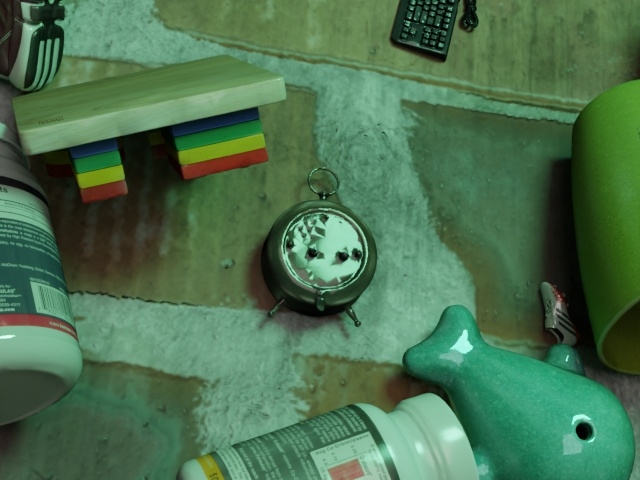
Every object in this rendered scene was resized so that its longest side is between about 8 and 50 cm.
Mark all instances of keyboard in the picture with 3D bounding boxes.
[{"bbox_3d":[0.164,-0.324,1.307,0.108,0.023,0.180,18,69,-6],"label":"keyboard"}]

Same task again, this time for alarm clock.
[{"bbox_3d":[0.000,0.000,1.136,0.129,0.064,0.192,6,66,-10],"label":"alarm clock"}]

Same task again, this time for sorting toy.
[{"bbox_3d":[-0.187,-0.121,1.053,0.257,0.255,0.089,-15,109,-15],"label":"sorting toy"}]

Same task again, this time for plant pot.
[{"bbox_3d":[0.408,-0.038,1.147,0.274,0.275,0.294,-4,56,-14],"label":"plant pot"}]

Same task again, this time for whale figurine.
[{"bbox_3d":[0.221,0.184,1.071,0.272,0.141,0.216,45,68,7],"label":"whale figurine"}]

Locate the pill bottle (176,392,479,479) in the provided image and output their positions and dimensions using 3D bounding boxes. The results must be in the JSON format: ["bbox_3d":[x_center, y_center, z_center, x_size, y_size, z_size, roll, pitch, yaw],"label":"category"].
[{"bbox_3d":[0.008,0.258,0.988,0.278,0.162,0.162,-16,75,-17],"label":"pill bottle"}]

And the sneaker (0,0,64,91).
[{"bbox_3d":[-0.365,-0.319,1.097,0.162,0.106,0.282,15,103,9],"label":"sneaker"}]

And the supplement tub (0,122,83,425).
[{"bbox_3d":[-0.351,0.034,0.965,0.191,0.191,0.272,-12,65,-16],"label":"supplement tub"}]

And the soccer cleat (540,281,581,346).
[{"bbox_3d":[0.281,0.090,1.180,0.035,0.029,0.083,-20,80,-22],"label":"soccer cleat"}]
